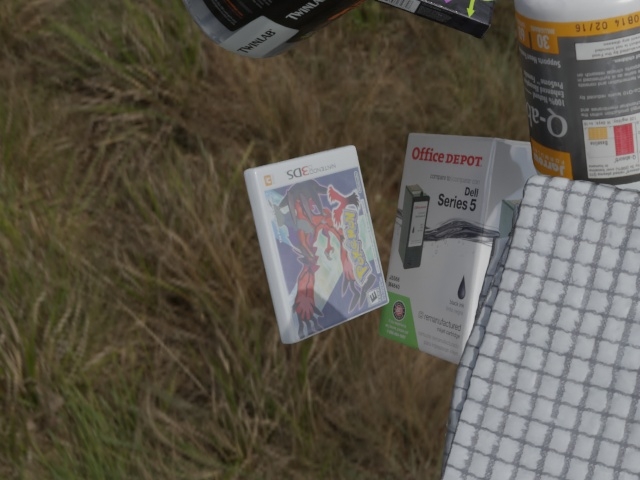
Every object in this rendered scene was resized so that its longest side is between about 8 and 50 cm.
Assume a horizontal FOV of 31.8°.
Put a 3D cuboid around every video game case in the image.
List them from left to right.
[{"bbox_3d":[0.000,0.000,1.311,0.023,0.201,0.183,-7,7,42],"label":"video game case"}]

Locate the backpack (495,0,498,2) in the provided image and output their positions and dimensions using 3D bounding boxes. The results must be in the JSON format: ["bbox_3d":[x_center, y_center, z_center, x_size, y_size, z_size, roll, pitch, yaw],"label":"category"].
[{"bbox_3d":[0.235,-0.500,1.758,0.191,0.253,0.225,-35,19,-19],"label":"backpack"}]

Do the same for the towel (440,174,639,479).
[{"bbox_3d":[0.225,0.107,0.821,0.235,0.121,0.283,11,78,25],"label":"towel"}]

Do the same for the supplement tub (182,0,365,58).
[{"bbox_3d":[-0.007,-0.365,1.317,0.207,0.338,0.207,13,68,-35],"label":"supplement tub"}]

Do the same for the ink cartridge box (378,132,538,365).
[{"bbox_3d":[0.185,0.007,1.400,0.115,0.198,0.272,6,94,-28],"label":"ink cartridge box"}]

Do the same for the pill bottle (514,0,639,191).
[{"bbox_3d":[0.291,-0.138,1.144,0.162,0.278,0.162,-10,26,5],"label":"pill bottle"}]

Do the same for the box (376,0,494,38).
[{"bbox_3d":[0.125,-0.290,1.124,0.116,0.029,0.162,17,62,-9],"label":"box"}]
